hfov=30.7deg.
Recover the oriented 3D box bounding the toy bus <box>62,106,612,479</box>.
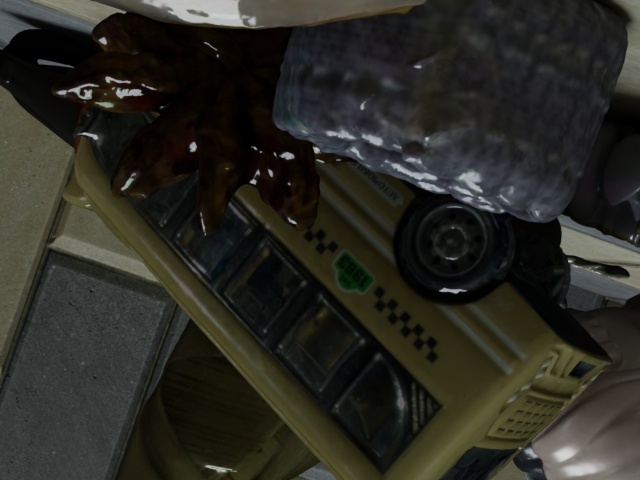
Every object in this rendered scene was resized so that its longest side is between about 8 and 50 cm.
[{"bbox_3d":[0.000,0.000,0.764,0.365,0.202,0.177,45,-170,25],"label":"toy bus"}]

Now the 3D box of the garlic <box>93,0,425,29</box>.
[{"bbox_3d":[-0.055,-0.124,0.427,0.195,0.087,0.101,16,-170,27],"label":"garlic"}]

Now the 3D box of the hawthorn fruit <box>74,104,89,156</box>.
[{"bbox_3d":[-0.152,-0.099,1.119,0.172,0.173,0.173,19,179,0],"label":"hawthorn fruit"}]

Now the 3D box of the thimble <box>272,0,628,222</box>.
[{"bbox_3d":[0.059,-0.073,0.541,0.150,0.098,0.150,19,180,0],"label":"thimble"}]

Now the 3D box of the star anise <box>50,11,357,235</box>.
[{"bbox_3d":[-0.078,-0.092,0.623,0.233,0.177,0.073,17,147,1],"label":"star anise"}]

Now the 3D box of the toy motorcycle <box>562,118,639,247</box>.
[{"bbox_3d":[0.169,-0.044,0.737,0.152,0.073,0.225,19,-178,-16],"label":"toy motorcycle"}]

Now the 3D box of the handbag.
[{"bbox_3d":[-0.231,-0.156,1.375,0.257,0.114,0.285,25,-171,27],"label":"handbag"}]

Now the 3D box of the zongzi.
[{"bbox_3d":[0.027,0.110,1.111,0.218,0.467,0.500,42,-169,26],"label":"zongzi"}]

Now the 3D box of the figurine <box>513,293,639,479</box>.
[{"bbox_3d":[0.337,0.141,1.033,0.361,0.211,0.253,-12,170,-16],"label":"figurine"}]
